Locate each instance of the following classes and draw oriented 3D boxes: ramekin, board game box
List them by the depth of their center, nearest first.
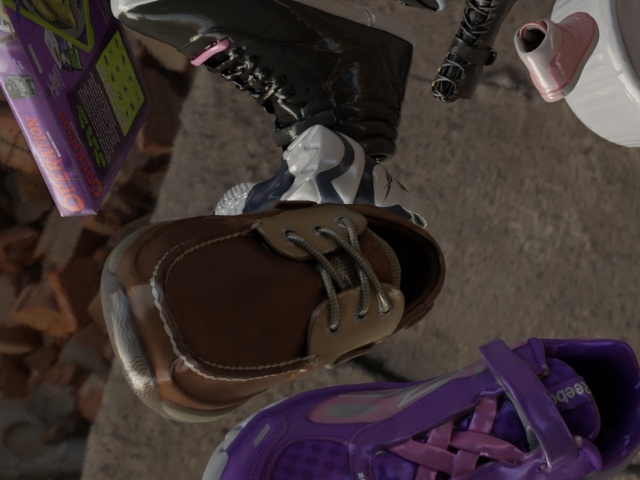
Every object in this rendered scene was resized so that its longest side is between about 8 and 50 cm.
[{"bbox_3d":[-0.267,-0.221,1.121,0.056,0.208,0.346,-7,127,13],"label":"board game box"},{"bbox_3d":[0.400,-0.239,1.395,0.127,0.273,0.272,-18,102,51],"label":"ramekin"}]

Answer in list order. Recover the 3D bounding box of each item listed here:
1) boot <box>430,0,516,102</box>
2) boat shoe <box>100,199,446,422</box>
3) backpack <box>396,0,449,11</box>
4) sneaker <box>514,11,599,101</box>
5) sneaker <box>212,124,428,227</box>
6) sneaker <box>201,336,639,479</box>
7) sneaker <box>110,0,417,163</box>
[{"bbox_3d":[0.214,-0.292,1.530,0.091,0.263,0.229,29,102,18],"label":"boot"},{"bbox_3d":[-0.012,0.024,0.681,0.116,0.324,0.123,-24,86,23],"label":"boat shoe"},{"bbox_3d":[0.101,-0.470,1.572,0.290,0.273,0.355,29,161,35],"label":"backpack"},{"bbox_3d":[0.234,-0.203,1.119,0.051,0.134,0.070,-18,122,41],"label":"sneaker"},{"bbox_3d":[0.000,0.000,0.978,0.153,0.094,0.235,27,138,-22],"label":"sneaker"},{"bbox_3d":[0.059,0.087,0.477,0.104,0.236,0.095,-38,68,45],"label":"sneaker"},{"bbox_3d":[-0.038,-0.134,0.962,0.105,0.296,0.146,-12,76,54],"label":"sneaker"}]
